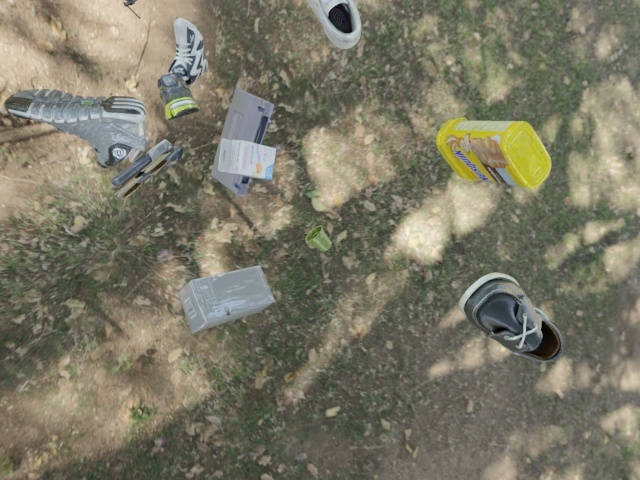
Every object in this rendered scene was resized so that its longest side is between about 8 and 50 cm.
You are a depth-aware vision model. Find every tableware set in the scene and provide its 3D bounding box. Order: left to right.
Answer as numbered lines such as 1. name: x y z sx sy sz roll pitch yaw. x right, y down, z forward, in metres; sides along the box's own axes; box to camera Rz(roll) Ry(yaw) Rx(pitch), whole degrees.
1. tableware set: -0.522 -0.185 1.388 0.194 0.128 0.039 -48 116 -18

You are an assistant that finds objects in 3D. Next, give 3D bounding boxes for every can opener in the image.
1. can opener: -0.578 -0.254 1.583 0.283 0.095 0.076 -57 137 -43

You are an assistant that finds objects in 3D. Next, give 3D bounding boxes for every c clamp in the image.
1. c clamp: -0.562 -0.767 1.427 0.137 0.161 0.022 28 55 -51

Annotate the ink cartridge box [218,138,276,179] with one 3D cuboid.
1. ink cartridge box: -0.228 -0.254 1.461 0.181 0.062 0.104 1 98 -53

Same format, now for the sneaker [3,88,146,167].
1. sneaker: -0.422 -0.187 0.823 0.229 0.086 0.132 4 131 -6

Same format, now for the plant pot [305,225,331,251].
1. plant pot: 0.000 0.000 1.776 0.079 0.083 0.083 46 73 -21

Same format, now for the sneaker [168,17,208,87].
1. sneaker: -0.479 -0.641 1.632 0.094 0.235 0.153 18 66 3

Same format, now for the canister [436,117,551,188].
1. canister: 0.298 -0.154 0.811 0.073 0.170 0.126 -49 116 -5

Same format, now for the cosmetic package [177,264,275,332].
1. cosmetic package: -0.261 0.160 1.306 0.238 0.107 0.127 -15 74 -44

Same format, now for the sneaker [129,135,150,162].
1. sneaker: -0.640 -0.331 1.600 0.070 0.134 0.051 44 40 -7

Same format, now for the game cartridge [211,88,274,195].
1. game cartridge: -0.300 -0.372 1.750 0.068 0.230 0.355 7 112 -39

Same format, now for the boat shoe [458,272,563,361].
1. boat shoe: 0.271 0.111 0.642 0.084 0.079 0.233 -49 132 9

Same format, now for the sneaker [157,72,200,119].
1. sneaker: -0.422 -0.428 1.372 0.111 0.300 0.121 -21 110 -15

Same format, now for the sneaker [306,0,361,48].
1. sneaker: 0.011 -0.592 1.065 0.114 0.152 0.305 -34 110 10
